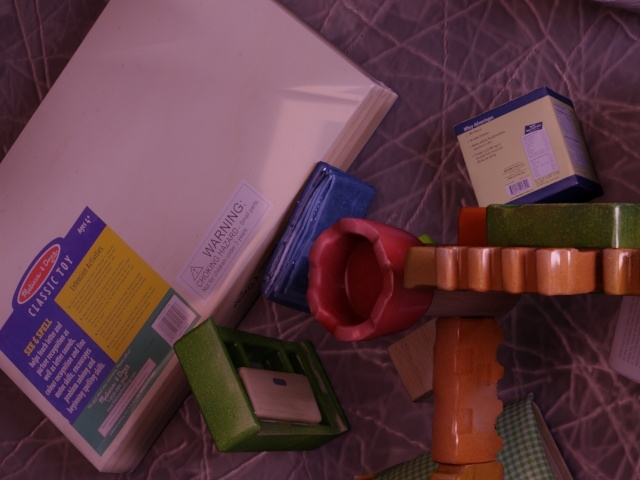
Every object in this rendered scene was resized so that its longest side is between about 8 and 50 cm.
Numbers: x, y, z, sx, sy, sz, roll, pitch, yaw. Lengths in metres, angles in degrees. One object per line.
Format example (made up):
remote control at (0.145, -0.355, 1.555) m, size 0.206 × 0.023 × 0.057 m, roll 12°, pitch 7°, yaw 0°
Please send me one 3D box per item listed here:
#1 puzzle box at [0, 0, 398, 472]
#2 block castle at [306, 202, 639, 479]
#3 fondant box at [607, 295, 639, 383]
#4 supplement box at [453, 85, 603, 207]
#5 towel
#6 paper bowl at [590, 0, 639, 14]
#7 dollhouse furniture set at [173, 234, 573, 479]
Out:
puzzle box at (-0.150, -0.039, 1.617) m, size 0.272 × 0.052 × 0.409 m, roll 42°, pitch 102°, yaw 27°
block castle at (0.175, 0.126, 1.160) m, size 0.453 × 0.213 × 0.303 m, roll -1°, pitch 88°, yaw 48°
fondant box at (0.353, 0.024, 1.206) m, size 0.330 × 0.096 × 0.238 m, roll 27°, pitch 110°, yaw 50°
supplement box at (0.160, -0.062, 1.447) m, size 0.083 × 0.056 × 0.083 m, roll -23°, pitch 72°, yaw 24°
towel at (0.000, 0.000, 1.520) m, size 0.029 × 0.067 × 0.119 m, roll 29°, pitch 96°, yaw 46°
paper bowl at (0.231, -0.309, 1.341) m, size 0.284 × 0.148 × 0.284 m, roll -14°, pitch 73°, yaw 53°
dollhouse furniture set at (0.056, 0.164, 1.413) m, size 0.197 × 0.151 × 0.301 m, roll -34°, pitch 68°, yaw 20°
